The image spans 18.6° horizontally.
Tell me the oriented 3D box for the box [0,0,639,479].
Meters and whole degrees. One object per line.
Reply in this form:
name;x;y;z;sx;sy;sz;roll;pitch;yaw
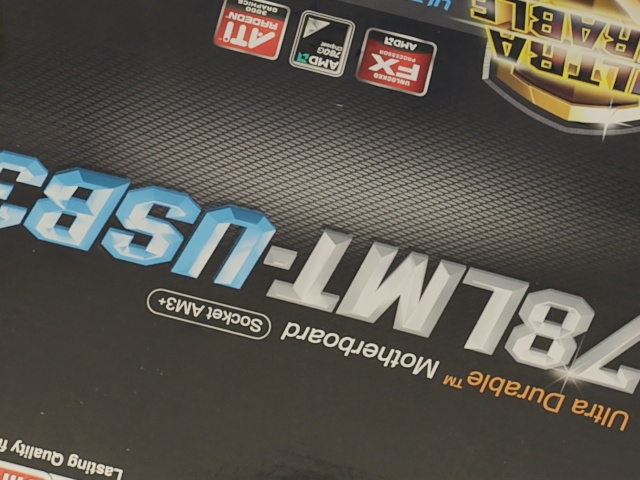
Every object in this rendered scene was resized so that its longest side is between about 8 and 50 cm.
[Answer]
box;0.000;0.000;0.694;0.295;0.073;0.293;15;68;1
